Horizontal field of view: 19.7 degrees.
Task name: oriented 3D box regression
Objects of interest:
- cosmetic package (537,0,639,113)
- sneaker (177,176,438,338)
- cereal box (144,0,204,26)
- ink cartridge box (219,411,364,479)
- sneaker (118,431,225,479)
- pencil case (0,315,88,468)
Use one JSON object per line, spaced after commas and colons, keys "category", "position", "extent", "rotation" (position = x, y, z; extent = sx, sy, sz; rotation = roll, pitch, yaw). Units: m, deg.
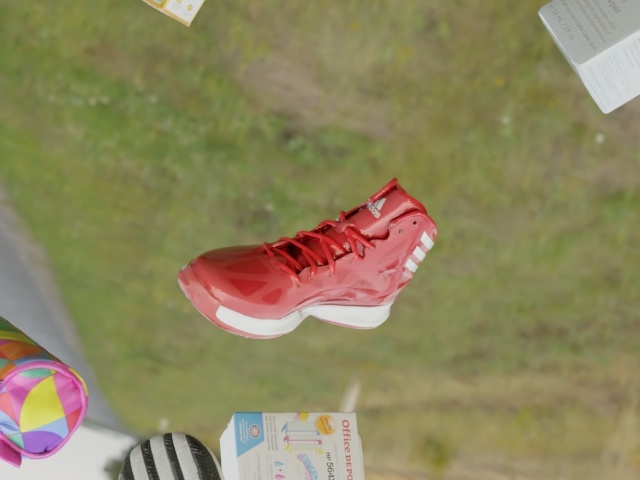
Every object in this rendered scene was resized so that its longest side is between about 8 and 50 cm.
{"category": "cosmetic package", "position": [0.353, -0.241, 1.871], "extent": [0.085, 0.231, 0.117], "rotation": [51, -170, -42]}
{"category": "sneaker", "position": [0.000, 0.000, 1.367], "extent": [0.221, 0.128, 0.087], "rotation": [-3, -134, -52]}
{"category": "cereal box", "position": [-0.126, -0.345, 1.778], "extent": [0.047, 0.240, 0.173], "rotation": [26, -174, -47]}
{"category": "ink cartridge box", "position": [-0.021, 0.226, 1.833], "extent": [0.143, 0.092, 0.090], "rotation": [0, 155, -13]}
{"category": "sneaker", "position": [-0.071, 0.287, 1.411], "extent": [0.106, 0.281, 0.162], "rotation": [-14, 169, 3]}
{"category": "pencil case", "position": [-0.303, 0.127, 1.712], "extent": [0.104, 0.104, 0.236], "rotation": [24, -178, -31]}
